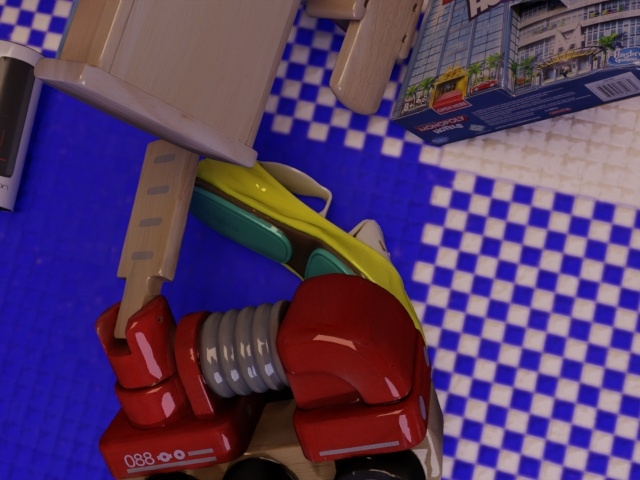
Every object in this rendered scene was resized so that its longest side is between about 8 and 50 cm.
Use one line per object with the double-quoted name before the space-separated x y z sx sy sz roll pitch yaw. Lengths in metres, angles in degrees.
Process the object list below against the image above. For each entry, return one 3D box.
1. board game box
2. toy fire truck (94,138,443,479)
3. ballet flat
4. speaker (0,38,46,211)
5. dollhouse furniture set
"board game box" 0.153 -0.184 0.550 0.194 0.060 0.194 -10 66 46
"toy fire truck" -0.048 0.057 0.501 0.217 0.158 0.246 -12 110 16
"ballet flat" 0.000 0.000 0.579 0.231 0.077 0.077 36 58 12
"speaker" -0.269 -0.093 0.630 0.055 0.055 0.136 9 82 8
"dollhouse furniture set" -0.137 -0.176 0.557 0.303 0.286 0.198 16 86 37
